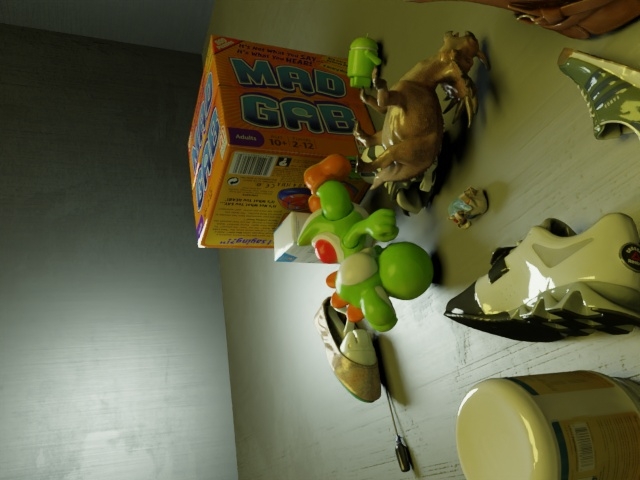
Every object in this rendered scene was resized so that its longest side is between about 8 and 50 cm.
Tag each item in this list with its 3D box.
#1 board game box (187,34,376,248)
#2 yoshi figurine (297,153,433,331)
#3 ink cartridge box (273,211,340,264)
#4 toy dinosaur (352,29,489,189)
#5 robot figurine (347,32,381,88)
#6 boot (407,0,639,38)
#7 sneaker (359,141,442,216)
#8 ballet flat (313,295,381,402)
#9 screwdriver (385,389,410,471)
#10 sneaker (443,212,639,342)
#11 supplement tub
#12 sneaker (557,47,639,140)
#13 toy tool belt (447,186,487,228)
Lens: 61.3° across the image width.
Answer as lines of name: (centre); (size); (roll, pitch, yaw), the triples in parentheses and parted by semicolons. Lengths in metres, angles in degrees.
board game box: (-0.113, -0.222, 1.338); (0.356, 0.356, 0.357); (120, 144, -48)
yoshi figurine: (0.101, -0.001, 1.066); (0.203, 0.203, 0.362); (-49, 49, 35)
ink cartridge box: (0.000, 0.000, 1.272); (0.139, 0.190, 0.082); (140, 129, -60)
toy dinosaur: (0.164, -0.193, 0.901); (0.127, 0.200, 0.296); (-94, 11, -59)
robot figurine: (0.096, -0.407, 1.226); (0.101, 0.066, 0.115); (-150, 64, -73)
boot: (0.244, -0.329, 0.689); (0.283, 0.220, 0.109); (20, 96, 64)
sneaker: (0.147, -0.113, 1.053); (0.235, 0.094, 0.153); (-19, 63, 55)
ballet flat: (0.061, 0.229, 1.234); (0.316, 0.107, 0.106); (51, 128, 55)
screwdriver: (0.158, 0.388, 1.109); (0.024, 0.025, 0.170); (116, 155, -46)
sneaker: (0.288, 0.053, 0.719); (0.330, 0.122, 0.146); (150, 137, -65)
supplement tub: (0.272, 0.223, 0.609); (0.144, 0.199, 0.145); (-178, 90, -67)
sneaker: (0.340, -0.164, 0.639); (0.192, 0.064, 0.086); (54, 132, 50)
toy tool belt: (0.234, -0.054, 0.901); (0.083, 0.051, 0.052); (125, 140, -53)
